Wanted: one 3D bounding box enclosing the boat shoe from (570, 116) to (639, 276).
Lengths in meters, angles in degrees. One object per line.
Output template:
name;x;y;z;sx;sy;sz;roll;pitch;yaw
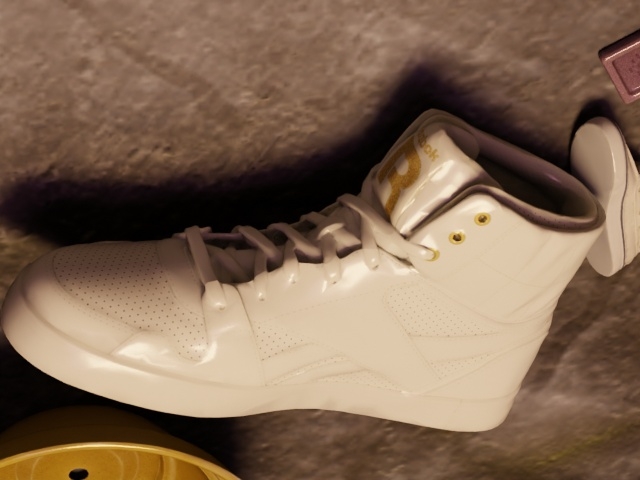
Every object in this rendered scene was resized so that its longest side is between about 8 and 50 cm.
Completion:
boat shoe;0.155;-0.027;1.020;0.035;0.035;0.100;-30;131;-22

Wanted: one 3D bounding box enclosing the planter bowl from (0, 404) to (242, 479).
planter bowl;-0.130;0.156;1.075;0.217;0.090;0.217;-5;131;-6

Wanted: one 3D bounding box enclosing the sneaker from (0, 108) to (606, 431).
sneaker;0.000;0.000;0.967;0.292;0.108;0.169;6;128;-29

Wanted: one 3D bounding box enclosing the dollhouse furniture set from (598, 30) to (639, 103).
dollhouse furniture set;0.209;-0.052;0.972;0.091;0.081;0.114;-27;130;12
